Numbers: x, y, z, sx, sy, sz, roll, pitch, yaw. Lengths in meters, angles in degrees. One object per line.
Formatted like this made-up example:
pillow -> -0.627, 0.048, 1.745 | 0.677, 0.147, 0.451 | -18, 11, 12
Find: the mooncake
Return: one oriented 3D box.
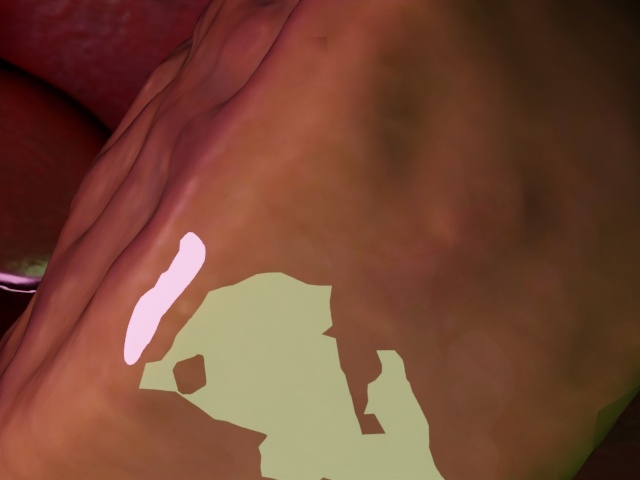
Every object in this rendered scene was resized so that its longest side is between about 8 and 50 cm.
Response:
mooncake -> 0.000, 0.000, 0.533 | 0.155, 0.284, 0.284 | 34, 132, -12
